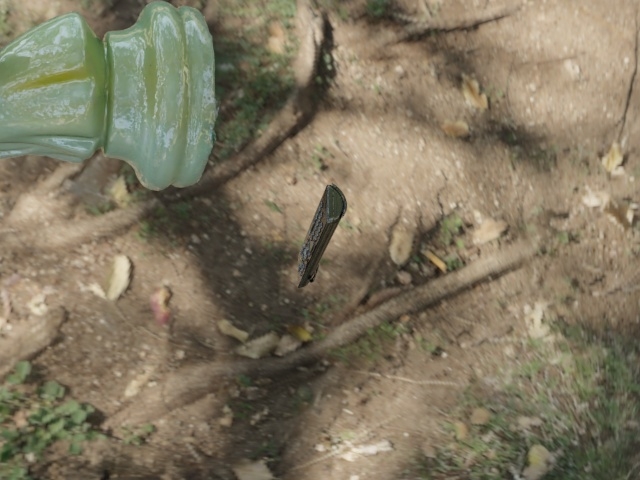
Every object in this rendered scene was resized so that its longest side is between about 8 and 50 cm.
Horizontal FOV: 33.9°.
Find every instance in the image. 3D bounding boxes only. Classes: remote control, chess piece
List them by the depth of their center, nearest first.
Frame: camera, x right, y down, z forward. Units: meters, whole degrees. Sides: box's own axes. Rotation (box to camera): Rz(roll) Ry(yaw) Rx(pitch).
[{"bbox_3d":[0.000,0.000,0.704,0.016,0.091,0.034,7,57,-12],"label":"remote control"},{"bbox_3d":[-0.250,-0.130,0.920,0.298,0.176,0.176,-1,73,-17],"label":"chess piece"}]
